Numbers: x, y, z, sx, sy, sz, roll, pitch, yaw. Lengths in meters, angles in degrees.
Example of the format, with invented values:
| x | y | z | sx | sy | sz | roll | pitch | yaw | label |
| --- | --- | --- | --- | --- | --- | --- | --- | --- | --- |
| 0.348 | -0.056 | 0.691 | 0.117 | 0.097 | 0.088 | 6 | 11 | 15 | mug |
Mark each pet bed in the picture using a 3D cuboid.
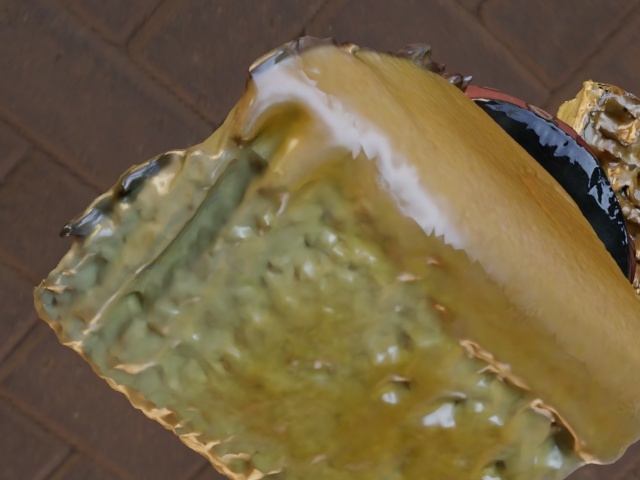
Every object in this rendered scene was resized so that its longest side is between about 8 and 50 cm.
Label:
| x | y | z | sx | sy | sz | roll | pitch | yaw | label |
| --- | --- | --- | --- | --- | --- | --- | --- | --- | --- |
| 0.104 | -0.004 | 0.912 | 0.201 | 0.053 | 0.201 | 6 | 112 | 16 | pet bed |

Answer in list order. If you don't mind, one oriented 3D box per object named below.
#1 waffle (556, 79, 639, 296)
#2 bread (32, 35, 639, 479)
| x | y | z | sx | sy | sz | roll | pitch | yaw | label |
| --- | --- | --- | --- | --- | --- | --- | --- | --- | --- |
| 0.317 | 0.018 | 1.228 | 0.308 | 0.091 | 0.213 | 29 | 68 | -9 | waffle |
| 0.000 | 0.000 | 0.459 | 0.140 | 0.160 | 0.169 | -42 | 115 | 12 | bread |
